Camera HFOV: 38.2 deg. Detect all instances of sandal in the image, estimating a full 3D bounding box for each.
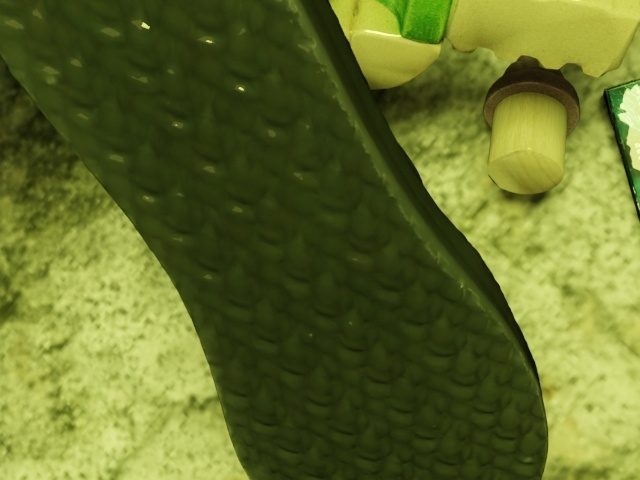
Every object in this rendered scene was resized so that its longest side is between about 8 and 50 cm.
[{"bbox_3d":[0.002,-0.002,0.466,0.167,0.107,0.446,-14,120,19],"label":"sandal"}]

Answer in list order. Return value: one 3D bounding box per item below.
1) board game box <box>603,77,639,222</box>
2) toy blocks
[{"bbox_3d":[0.264,-0.051,0.504,0.186,0.026,0.126,-15,85,15],"label":"board game box"},{"bbox_3d":[0.042,-0.212,0.495,0.288,0.309,0.260,11,59,4],"label":"toy blocks"}]
